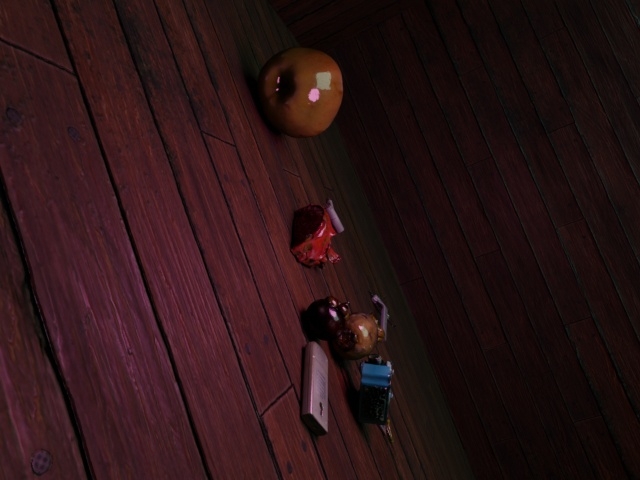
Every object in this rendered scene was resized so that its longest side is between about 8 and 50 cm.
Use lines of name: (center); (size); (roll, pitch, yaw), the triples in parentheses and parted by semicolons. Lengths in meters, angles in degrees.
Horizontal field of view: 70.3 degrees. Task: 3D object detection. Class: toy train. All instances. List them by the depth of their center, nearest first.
toy train: (0.171, 0.472, 1.434); (0.163, 0.112, 0.203); (-53, 144, -73)

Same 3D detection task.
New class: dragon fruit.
dragon fruit: (0.000, 0.000, 1.563); (0.262, 0.134, 0.211); (-92, 159, -54)

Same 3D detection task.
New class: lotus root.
lotus root: (0.125, 0.313, 1.516); (0.278, 0.154, 0.154); (5, 64, -75)

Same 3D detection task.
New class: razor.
razor: (0.307, 0.388, 2.239); (0.111, 0.056, 0.278); (50, 22, -23)

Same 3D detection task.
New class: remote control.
remote control: (-0.012, 0.369, 1.156); (0.098, 0.038, 0.233); (58, 18, -31)

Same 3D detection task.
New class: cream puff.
cream puff: (0.177, 0.342, 1.741); (0.146, 0.116, 0.146); (-18, 90, -76)

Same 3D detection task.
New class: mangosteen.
mangosteen: (0.027, 0.220, 1.319); (0.140, 0.140, 0.140); (60, 16, -30)

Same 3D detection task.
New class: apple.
apple: (-0.088, -0.563, 1.735); (0.305, 0.338, 0.338); (-34, 102, -55)

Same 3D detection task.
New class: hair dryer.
hair dryer: (0.059, -0.142, 2.185); (0.183, 0.044, 0.155); (-94, 159, -59)

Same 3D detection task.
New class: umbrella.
umbrella: (0.314, 0.366, 2.391); (0.269, 0.044, 0.044); (53, 44, -19)

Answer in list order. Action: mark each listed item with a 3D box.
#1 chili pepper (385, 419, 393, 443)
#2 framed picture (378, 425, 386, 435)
chili pepper: (0.253, 0.702, 1.674); (0.030, 0.017, 0.083); (45, 30, -58)
framed picture: (0.200, 0.608, 1.630); (0.109, 0.011, 0.149); (-86, 151, -60)
